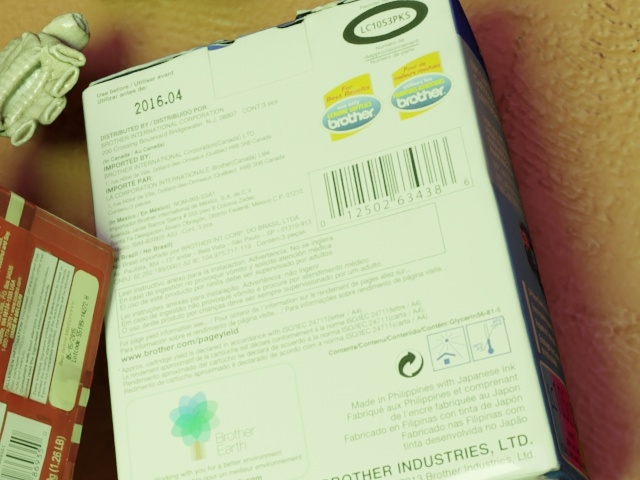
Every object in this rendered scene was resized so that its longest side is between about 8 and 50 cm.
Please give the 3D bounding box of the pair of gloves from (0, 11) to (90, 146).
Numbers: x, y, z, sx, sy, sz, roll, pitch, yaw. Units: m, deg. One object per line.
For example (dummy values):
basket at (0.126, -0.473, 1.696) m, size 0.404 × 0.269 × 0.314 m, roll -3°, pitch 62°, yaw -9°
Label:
pair of gloves at (-0.185, -0.175, 0.906) m, size 0.240 × 0.042 × 0.204 m, roll -49°, pitch 29°, yaw 0°

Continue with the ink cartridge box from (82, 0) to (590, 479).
ink cartridge box at (0.000, 0.000, 0.808) m, size 0.270 × 0.151 × 0.395 m, roll -15°, pitch 68°, yaw 13°

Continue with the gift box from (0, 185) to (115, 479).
gift box at (-0.296, 0.091, 0.720) m, size 0.258 × 0.276 × 0.255 m, roll -1°, pitch 65°, yaw 28°
